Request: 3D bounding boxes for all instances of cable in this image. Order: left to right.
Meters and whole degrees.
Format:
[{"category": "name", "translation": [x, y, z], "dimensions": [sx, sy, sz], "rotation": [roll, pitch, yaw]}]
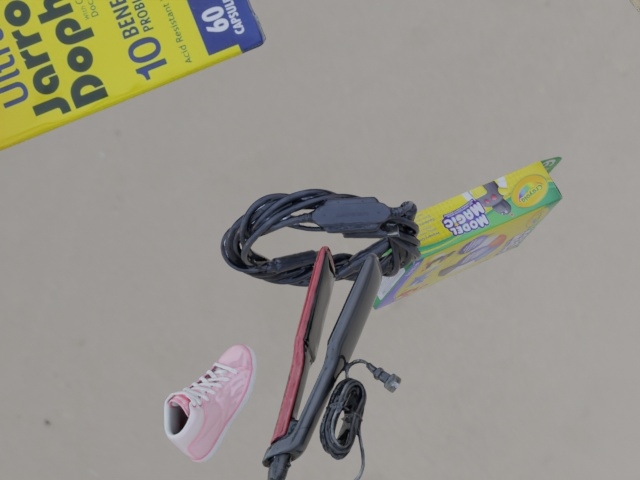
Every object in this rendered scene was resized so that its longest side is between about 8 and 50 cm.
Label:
[{"category": "cable", "translation": [0.000, 0.000, 1.569], "dimensions": [0.184, 0.150, 0.047], "rotation": [-6, 67, 0]}]

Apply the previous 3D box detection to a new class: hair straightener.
[{"category": "hair straightener", "translation": [0.015, 0.105, 1.296], "dimensions": [0.089, 0.047, 0.230], "rotation": [6, 52, 17]}]

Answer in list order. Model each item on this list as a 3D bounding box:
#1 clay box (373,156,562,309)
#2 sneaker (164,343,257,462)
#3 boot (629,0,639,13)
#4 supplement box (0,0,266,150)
[{"category": "clay box", "translation": [0.154, -0.010, 1.759], "dimensions": [0.222, 0.127, 0.053], "rotation": [-22, 74, -25]}, {"category": "sneaker", "translation": [-0.117, 0.161, 1.771], "dimensions": [0.051, 0.070, 0.134], "rotation": [15, 73, 41]}, {"category": "boot", "translation": [0.332, -0.306, 1.460], "dimensions": [0.203, 0.095, 0.262], "rotation": [-14, 72, -10]}, {"category": "supplement box", "translation": [-0.258, -0.208, 1.600], "dimensions": [0.357, 0.195, 0.194], "rotation": [-23, 98, -6]}]
